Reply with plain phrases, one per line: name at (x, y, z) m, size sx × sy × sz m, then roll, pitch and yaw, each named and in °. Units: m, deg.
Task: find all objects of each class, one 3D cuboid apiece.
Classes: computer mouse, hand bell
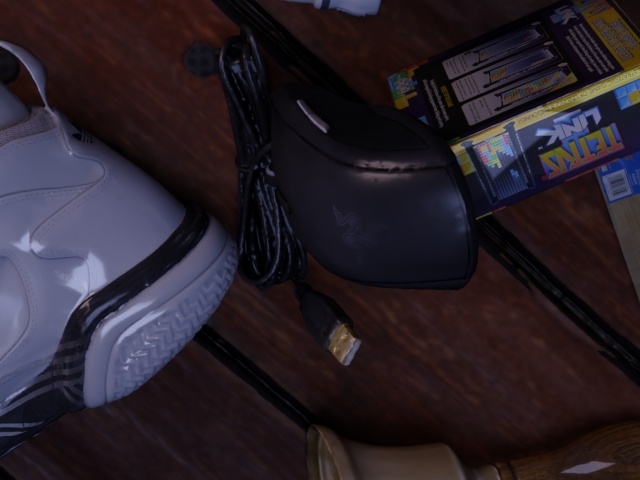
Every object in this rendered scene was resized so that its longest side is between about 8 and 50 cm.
computer mouse at (0.000, 0.000, 1.063) m, size 0.060 × 0.262 × 0.184 m, roll -20°, pitch 119°, yaw -22°
hand bell at (0.124, 0.150, 1.217) m, size 0.242 × 0.126 × 0.126 m, roll -12°, pitch 111°, yaw -11°

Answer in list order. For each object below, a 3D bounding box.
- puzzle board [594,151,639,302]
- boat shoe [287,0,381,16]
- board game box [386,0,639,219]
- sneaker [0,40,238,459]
puzzle board at (0.222, -0.031, 1.191) m, size 0.096 × 0.011 × 0.128 m, roll -20°, pitch 110°, yaw 6°
boat shoe at (-0.017, -0.302, 1.020) m, size 0.156 × 0.136 × 0.367 m, roll 8°, pitch 120°, yaw -3°
board game box at (0.114, -0.076, 1.081) m, size 0.141 × 0.170 × 0.048 m, roll -22°, pitch 110°, yaw 6°
sneaker at (-0.244, 0.053, 1.133) m, size 0.366 × 0.137 × 0.210 m, roll -39°, pitch 107°, yaw 6°
